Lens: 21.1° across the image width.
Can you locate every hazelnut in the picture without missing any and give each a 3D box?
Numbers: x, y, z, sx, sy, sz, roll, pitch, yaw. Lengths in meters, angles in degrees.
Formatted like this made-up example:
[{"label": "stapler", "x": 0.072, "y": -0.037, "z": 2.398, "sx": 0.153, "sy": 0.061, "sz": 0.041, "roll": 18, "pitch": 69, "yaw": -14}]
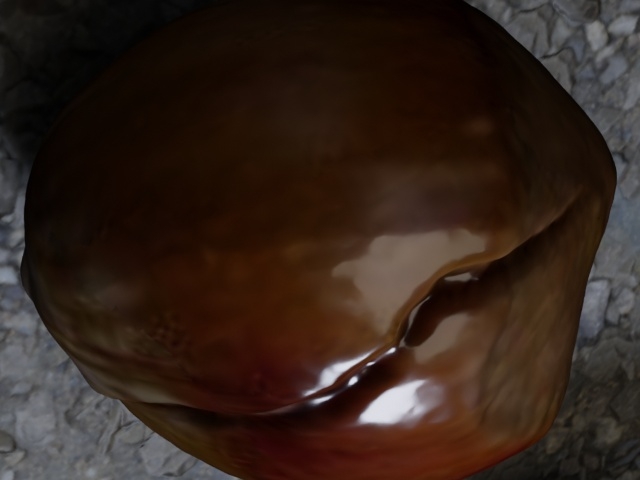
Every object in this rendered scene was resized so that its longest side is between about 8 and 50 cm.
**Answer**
[{"label": "hazelnut", "x": 0.000, "y": 0.000, "z": 1.055, "sx": 0.372, "sy": 0.315, "sz": 0.372, "roll": -1, "pitch": 133, "yaw": -1}]
